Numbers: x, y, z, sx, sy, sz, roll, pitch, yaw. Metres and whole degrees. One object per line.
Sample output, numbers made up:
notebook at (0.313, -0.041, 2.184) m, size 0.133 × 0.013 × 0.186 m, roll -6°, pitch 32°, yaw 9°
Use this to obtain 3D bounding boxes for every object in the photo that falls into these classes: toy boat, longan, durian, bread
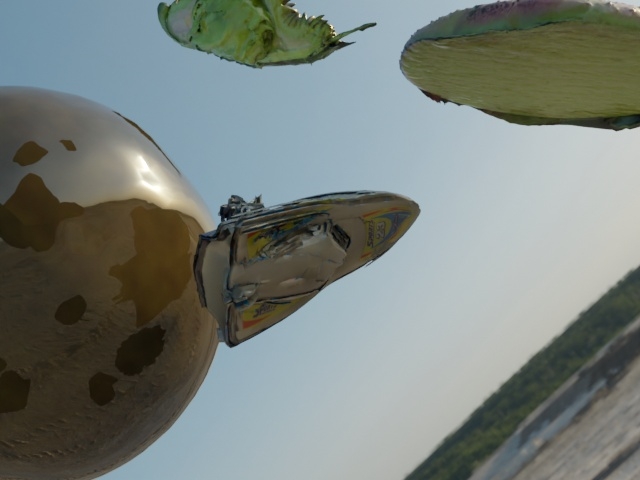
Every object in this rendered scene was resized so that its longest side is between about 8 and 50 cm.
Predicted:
toy boat at (0.000, 0.000, 0.605) m, size 0.210 × 0.066 × 0.084 m, roll -20°, pitch -59°, yaw -41°
longan at (-0.220, 0.036, 0.653) m, size 0.319 × 0.319 × 0.319 m, roll -38°, pitch -17°, yaw -14°
durian at (-0.101, -0.301, 1.207) m, size 0.106 × 0.375 × 0.132 m, roll 37°, pitch -106°, yaw -54°
bread at (0.173, -0.126, 0.646) m, size 0.228 × 0.228 × 0.033 m, roll 34°, pitch -115°, yaw -73°
